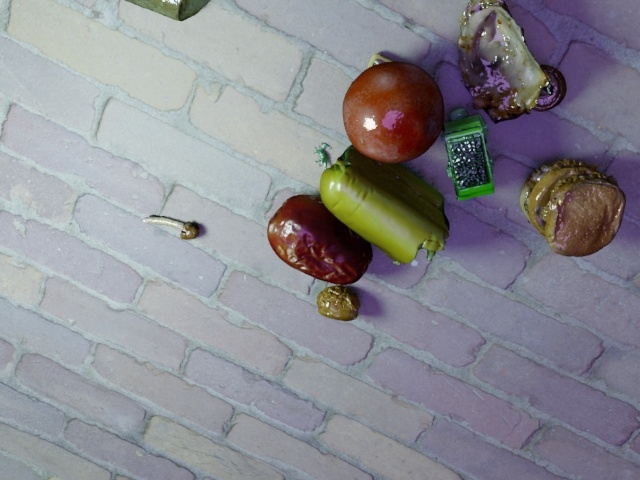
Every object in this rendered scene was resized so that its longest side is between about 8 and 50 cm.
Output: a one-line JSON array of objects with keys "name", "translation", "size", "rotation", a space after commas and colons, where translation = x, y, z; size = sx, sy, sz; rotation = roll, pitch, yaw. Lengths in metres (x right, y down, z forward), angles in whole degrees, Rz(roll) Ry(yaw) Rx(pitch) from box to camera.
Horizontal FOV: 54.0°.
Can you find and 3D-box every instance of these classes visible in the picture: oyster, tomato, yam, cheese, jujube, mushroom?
[{"name": "oyster", "translation": [0.443, -0.474, 1.617], "size": [0.221, 0.096, 0.361], "rotation": [-24, 109, 42]}, {"name": "tomato", "translation": [0.196, -0.324, 1.629], "size": [0.264, 0.265, 0.265], "rotation": [4, 115, 8]}, {"name": "yam", "translation": [-0.429, -0.683, 1.638], "size": [0.304, 0.168, 0.168], "rotation": [22, 116, 0]}, {"name": "cheese", "translation": [0.152, -0.425, 1.730], "size": [0.086, 0.036, 0.163], "rotation": [24, 116, -1]}, {"name": "jujube", "translation": [0.000, 0.000, 1.863], "size": [0.318, 0.223, 0.223], "rotation": [33, 116, -11]}, {"name": "mushroom", "translation": [0.587, -0.403, 1.660], "size": [0.123, 0.052, 0.123], "rotation": [6, 113, 13]}, {"name": "mushroom", "translation": [-0.473, -0.043, 2.004], "size": [0.186, 0.060, 0.061], "rotation": [15, 131, 11]}]

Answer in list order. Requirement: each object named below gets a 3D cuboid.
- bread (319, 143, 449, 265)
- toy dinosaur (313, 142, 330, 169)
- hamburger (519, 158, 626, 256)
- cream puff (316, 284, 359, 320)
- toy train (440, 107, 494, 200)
[{"name": "bread", "translation": [0.170, -0.102, 1.771], "size": [0.376, 0.251, 0.208], "rotation": [37, 131, -11]}, {"name": "toy dinosaur", "translation": [0.013, -0.246, 1.846], "size": [0.083, 0.021, 0.062], "rotation": [39, 102, -8]}, {"name": "hamburger", "translation": [0.676, -0.100, 1.698], "size": [0.260, 0.211, 0.245], "rotation": [37, 108, -14]}, {"name": "cream puff", "translation": [0.058, 0.194, 1.986], "size": [0.143, 0.126, 0.103], "rotation": [10, 100, -5]}, {"name": "toy train", "translation": [0.399, -0.229, 1.697], "size": [0.132, 0.188, 0.243], "rotation": [-12, 113, 15]}]
